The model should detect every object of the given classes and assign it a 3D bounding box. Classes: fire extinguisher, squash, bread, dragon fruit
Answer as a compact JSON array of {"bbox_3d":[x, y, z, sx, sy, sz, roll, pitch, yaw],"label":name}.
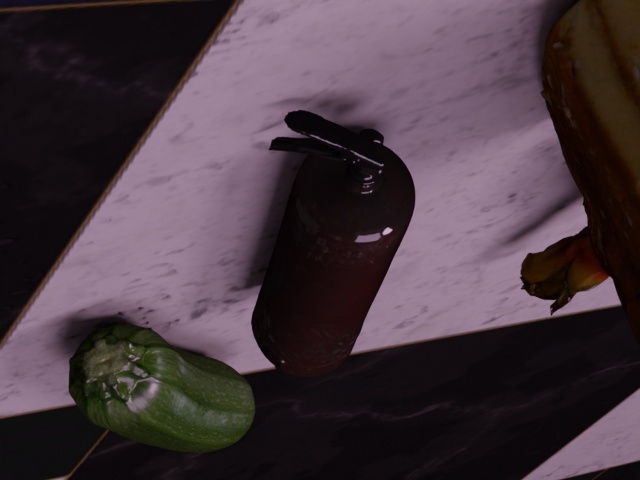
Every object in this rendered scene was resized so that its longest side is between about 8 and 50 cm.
[{"bbox_3d":[0.000,0.000,1.180,0.089,0.072,0.267,15,154,-3],"label":"fire extinguisher"},{"bbox_3d":[-0.106,0.100,1.312,0.077,0.068,0.219,-11,163,16],"label":"squash"},{"bbox_3d":[0.208,-0.016,1.106,0.110,0.234,0.184,-25,159,2],"label":"bread"},{"bbox_3d":[0.213,-0.004,1.321,0.125,0.125,0.246,-31,179,-40],"label":"dragon fruit"}]
